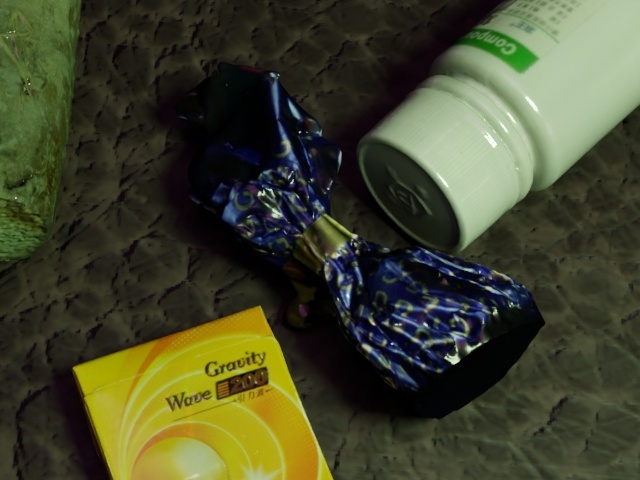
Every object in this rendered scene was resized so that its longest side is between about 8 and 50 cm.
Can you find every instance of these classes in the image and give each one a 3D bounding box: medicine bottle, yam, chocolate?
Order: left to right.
[{"bbox_3d":[-0.265,-0.112,1.275,0.161,0.161,0.268,4,62,-2],"label":"yam"},{"bbox_3d":[-0.001,-0.003,1.257,0.343,0.148,0.126,41,28,22],"label":"chocolate"},{"bbox_3d":[0.148,-0.104,1.311,0.139,0.139,0.237,42,69,17],"label":"medicine bottle"}]

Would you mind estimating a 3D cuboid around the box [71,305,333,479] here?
[{"bbox_3d":[-0.064,0.187,1.194,0.152,0.043,0.269,-18,66,-15],"label":"box"}]
